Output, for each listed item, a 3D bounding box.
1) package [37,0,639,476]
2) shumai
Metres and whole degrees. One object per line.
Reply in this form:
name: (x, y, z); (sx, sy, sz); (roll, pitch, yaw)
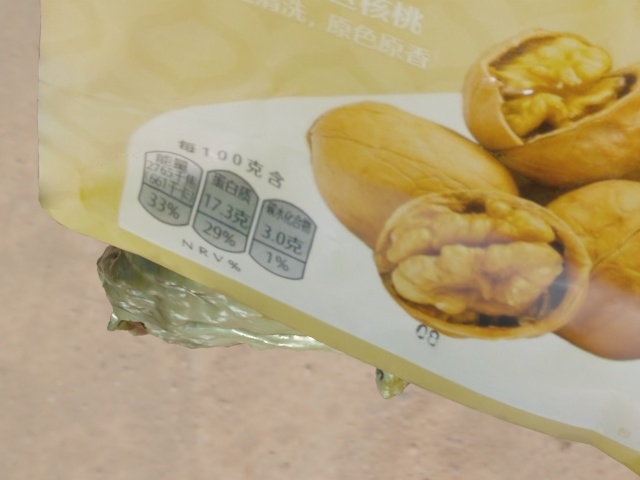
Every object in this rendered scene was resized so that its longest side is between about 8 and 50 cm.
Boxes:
package: (0.080, -0.066, 0.587); (0.311, 0.221, 0.165); (22, 49, 9)
shumai: (-0.003, 0.003, 0.830); (0.142, 0.184, 0.184); (43, 108, -9)
